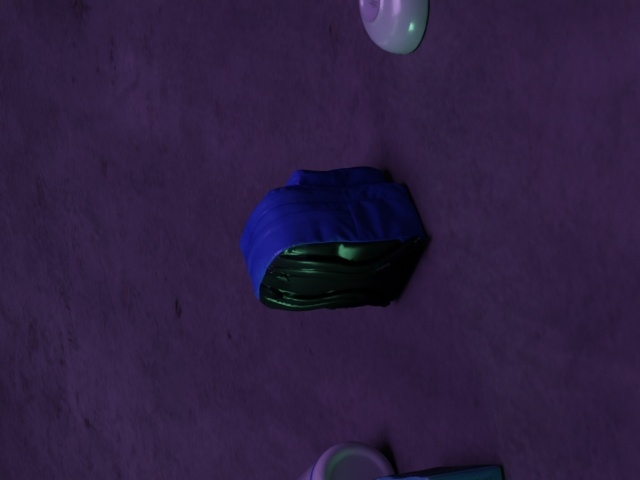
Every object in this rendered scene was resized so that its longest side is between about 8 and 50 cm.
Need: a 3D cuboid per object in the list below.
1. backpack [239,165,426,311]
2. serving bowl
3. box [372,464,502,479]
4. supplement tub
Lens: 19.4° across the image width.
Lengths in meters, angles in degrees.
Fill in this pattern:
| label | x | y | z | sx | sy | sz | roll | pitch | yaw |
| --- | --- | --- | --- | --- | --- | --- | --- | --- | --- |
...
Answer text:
| label | x | y | z | sx | sy | sz | roll | pitch | yaw |
| --- | --- | --- | --- | --- | --- | --- | --- | --- | --- |
| backpack | 0.000 | 0.000 | 1.393 | 0.098 | 0.120 | 0.101 | 108 | 147 | -46 |
| serving bowl | 0.048 | -0.176 | 1.352 | 0.083 | 0.027 | 0.083 | 174 | 90 | -67 |
| box | 0.098 | 0.283 | 1.317 | 0.100 | 0.060 | 0.244 | 160 | 102 | -67 |
| supplement tub | 0.013 | 0.207 | 1.483 | 0.107 | 0.071 | 0.071 | 126 | 133 | -58 |
